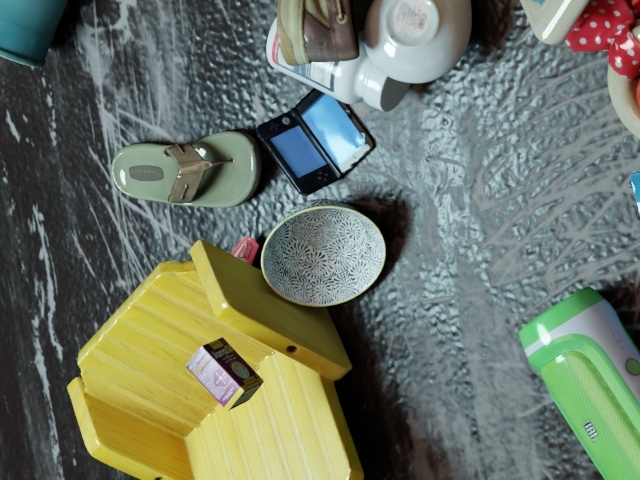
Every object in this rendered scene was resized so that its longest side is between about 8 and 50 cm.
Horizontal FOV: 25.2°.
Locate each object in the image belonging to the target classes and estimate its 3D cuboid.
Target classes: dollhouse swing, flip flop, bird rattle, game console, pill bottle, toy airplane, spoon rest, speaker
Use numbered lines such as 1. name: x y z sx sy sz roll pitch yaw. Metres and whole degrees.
1. dollhouse swing: -0.152 0.261 1.954 0.347 0.315 0.305 -45 30 29
2. flip flop: -0.203 -0.101 2.071 0.277 0.080 0.112 2 99 32
3. bird rattle: 0.397 -0.198 1.663 0.253 0.143 0.207 10 120 33
4. game console: -0.009 -0.140 1.953 0.122 0.107 0.071 55 149 13
5. pill bottle: 0.029 -0.242 1.888 0.180 0.108 0.108 29 112 24
6. toy airplane: -0.109 0.066 2.073 0.151 0.028 0.151 7 103 31
7. spoon rest: 0.142 -0.333 1.798 0.137 0.084 0.276 19 96 15
8. speaker: 0.366 0.208 1.746 0.131 0.131 0.296 -39 78 31

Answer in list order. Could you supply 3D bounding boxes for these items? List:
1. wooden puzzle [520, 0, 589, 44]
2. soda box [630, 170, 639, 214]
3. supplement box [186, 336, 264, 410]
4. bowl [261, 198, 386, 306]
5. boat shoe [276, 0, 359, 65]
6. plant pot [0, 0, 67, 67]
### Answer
1. wooden puzzle: 0.274 -0.383 1.665 0.221 0.044 0.239 -60 34 38
2. soda box: 0.436 0.011 1.702 0.071 0.067 0.210 -14 91 33
3. supplement box: -0.124 0.173 1.852 0.083 0.055 0.043 45 117 13
4. bowl: 0.000 0.000 1.947 0.170 0.170 0.080 -52 28 27
5. boat shoe: 0.026 -0.384 1.826 0.123 0.123 0.342 2 71 16
6. plant pot: -0.473 -0.430 2.090 0.271 0.271 0.255 32 100 23
